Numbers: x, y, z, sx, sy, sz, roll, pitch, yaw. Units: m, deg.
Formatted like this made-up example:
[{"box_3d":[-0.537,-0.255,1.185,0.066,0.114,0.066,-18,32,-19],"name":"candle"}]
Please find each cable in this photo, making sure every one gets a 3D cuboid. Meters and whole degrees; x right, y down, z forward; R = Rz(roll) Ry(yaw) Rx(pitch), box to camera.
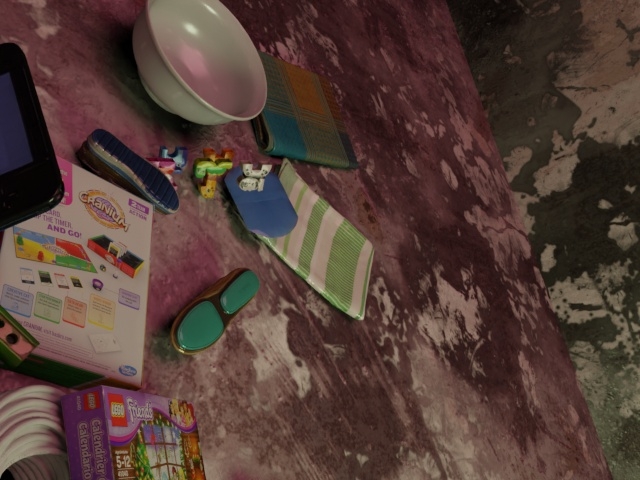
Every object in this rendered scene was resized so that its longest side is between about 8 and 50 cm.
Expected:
[{"box_3d":[-0.337,0.289,0.821,0.257,0.089,0.257,-73,149,-50],"name":"cable"}]

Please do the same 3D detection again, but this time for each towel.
[{"box_3d":[-0.052,-0.305,1.798,0.370,0.040,0.271,4,65,-57],"name":"towel"},{"box_3d":[0.000,0.000,1.645,0.325,0.038,0.247,45,37,-27],"name":"towel"}]

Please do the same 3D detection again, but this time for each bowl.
[{"box_3d":[-0.249,-0.332,1.437,0.298,0.134,0.297,34,42,-38],"name":"bowl"}]

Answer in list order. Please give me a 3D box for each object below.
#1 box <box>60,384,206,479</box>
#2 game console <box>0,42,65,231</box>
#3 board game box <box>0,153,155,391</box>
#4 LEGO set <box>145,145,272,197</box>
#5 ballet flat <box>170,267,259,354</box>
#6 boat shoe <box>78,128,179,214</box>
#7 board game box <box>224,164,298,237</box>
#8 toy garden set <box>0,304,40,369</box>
[{"box_3d":[-0.220,0.299,0.960,0.293,0.057,0.200,53,22,-71],"name":"box"},{"box_3d":[-0.471,-0.142,0.876,0.173,0.250,0.293,74,-10,-59],"name":"game console"},{"box_3d":[-0.355,0.041,1.071,0.242,0.064,0.316,31,43,-41],"name":"board game box"},{"box_3d":[-0.214,-0.113,1.370,0.227,0.093,0.087,-1,28,-28],"name":"LEGO set"},{"box_3d":[-0.185,0.121,1.256,0.232,0.073,0.080,-39,109,-52],"name":"ballet flat"},{"box_3d":[-0.312,-0.102,1.238,0.183,0.066,0.066,44,33,-18],"name":"boat shoe"},{"box_3d":[-0.122,-0.072,1.497,0.133,0.033,0.168,-12,69,-43],"name":"board game box"},{"box_3d":[-0.457,0.121,0.812,0.204,0.049,0.244,49,51,-12],"name":"toy garden set"}]
